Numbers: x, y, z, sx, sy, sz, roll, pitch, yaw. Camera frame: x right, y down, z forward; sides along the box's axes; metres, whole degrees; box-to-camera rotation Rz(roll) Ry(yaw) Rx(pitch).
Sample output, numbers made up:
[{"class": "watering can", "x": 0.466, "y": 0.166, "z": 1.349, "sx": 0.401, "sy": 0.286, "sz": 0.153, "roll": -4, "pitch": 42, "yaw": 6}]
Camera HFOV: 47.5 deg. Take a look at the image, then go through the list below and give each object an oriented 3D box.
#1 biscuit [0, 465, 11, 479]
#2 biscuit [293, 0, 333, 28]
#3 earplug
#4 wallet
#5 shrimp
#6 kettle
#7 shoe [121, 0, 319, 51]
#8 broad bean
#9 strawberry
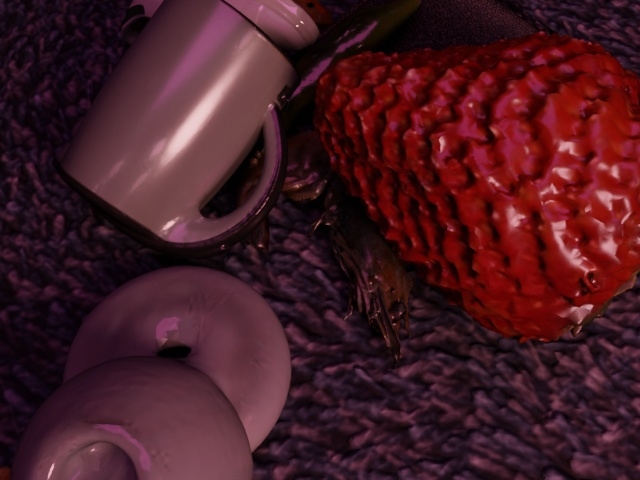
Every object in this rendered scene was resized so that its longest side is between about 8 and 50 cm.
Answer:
[{"class": "biscuit", "x": -0.294, "y": 0.281, "z": 0.620, "sx": 0.225, "sy": 0.036, "sz": 0.166, "roll": -17, "pitch": 56, "yaw": -7}, {"class": "biscuit", "x": -0.051, "y": -0.287, "z": 0.941, "sx": 0.119, "sy": 0.019, "sz": 0.130, "roll": 28, "pitch": 65, "yaw": 16}, {"class": "earplug", "x": -0.139, "y": 0.140, "z": 0.620, "sx": 0.214, "sy": 0.175, "sz": 0.326, "roll": 3, "pitch": 31, "yaw": 4}, {"class": "wallet", "x": 0.121, "y": -0.228, "z": 0.882, "sx": 0.262, "sy": 0.071, "sz": 0.221, "roll": -39, "pitch": 68, "yaw": -11}, {"class": "shrimp", "x": 0.000, "y": 0.000, "z": 0.766, "sx": 0.169, "sy": 0.058, "sz": 0.296, "roll": -15, "pitch": 58, "yaw": 1}, {"class": "kettle", "x": -0.130, "y": -0.103, "z": 0.743, "sx": 0.221, "sy": 0.161, "sz": 0.236, "roll": 36, "pitch": 86, "yaw": 11}, {"class": "shoe", "x": -0.129, "y": -0.252, "z": 0.877, "sx": 0.265, "sy": 0.095, "sz": 0.110, "roll": 25, "pitch": 76, "yaw": 29}, {"class": "broad bean", "x": 0.007, "y": -0.200, "z": 0.839, "sx": 0.297, "sy": 0.043, "sz": 0.060, "roll": -45, "pitch": 60, "yaw": -10}, {"class": "strawberry", "x": 0.155, "y": -0.074, "z": 0.688, "sx": 0.351, "sy": 0.267, "sz": 0.312, "roll": 26, "pitch": 26, "yaw": 19}]
